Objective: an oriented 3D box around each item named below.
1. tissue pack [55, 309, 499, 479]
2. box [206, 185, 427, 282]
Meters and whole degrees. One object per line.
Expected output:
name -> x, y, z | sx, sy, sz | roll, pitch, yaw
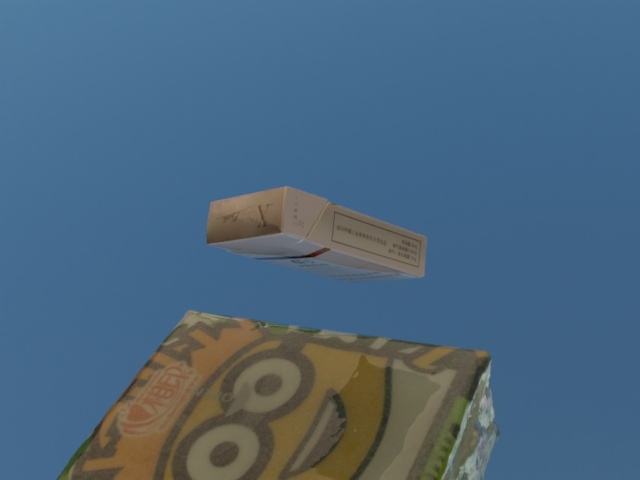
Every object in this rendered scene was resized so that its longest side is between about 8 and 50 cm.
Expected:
tissue pack -> -0.032, 0.185, 0.701 | 0.311, 0.128, 0.228 | 6, -138, 27
box -> 0.000, 0.001, 0.640 | 0.084, 0.154, 0.040 | -4, -106, 45
